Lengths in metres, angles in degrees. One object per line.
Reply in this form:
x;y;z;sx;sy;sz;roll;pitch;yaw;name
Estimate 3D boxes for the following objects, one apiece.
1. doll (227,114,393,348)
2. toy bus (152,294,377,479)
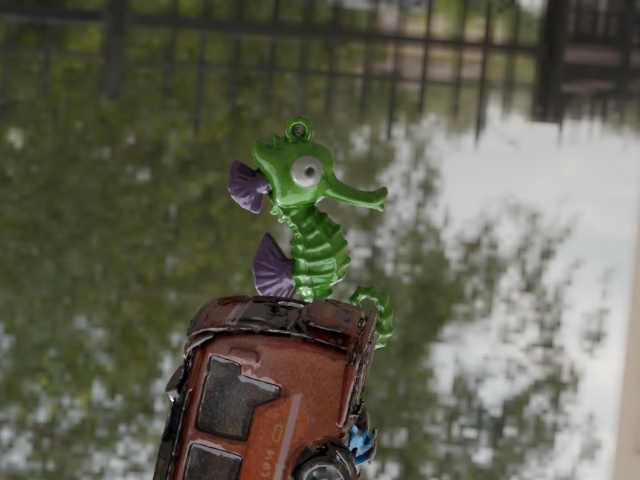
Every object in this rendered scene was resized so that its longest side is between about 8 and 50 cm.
0.000;0.000;1.406;0.115;0.190;0.050;-9;-167;20;doll
-0.034;0.138;0.856;0.096;0.235;0.073;12;-166;3;toy bus
